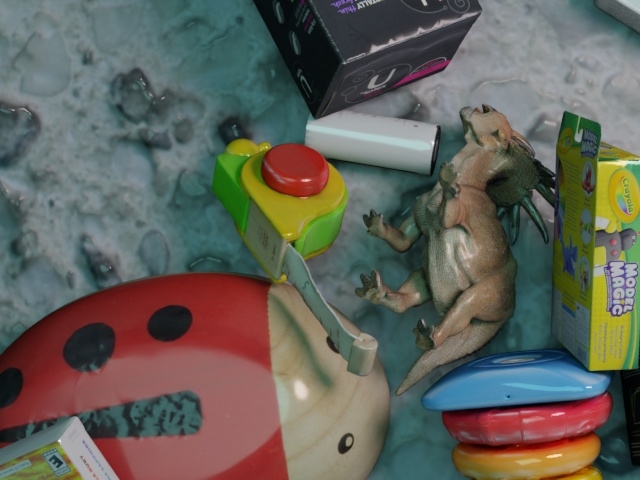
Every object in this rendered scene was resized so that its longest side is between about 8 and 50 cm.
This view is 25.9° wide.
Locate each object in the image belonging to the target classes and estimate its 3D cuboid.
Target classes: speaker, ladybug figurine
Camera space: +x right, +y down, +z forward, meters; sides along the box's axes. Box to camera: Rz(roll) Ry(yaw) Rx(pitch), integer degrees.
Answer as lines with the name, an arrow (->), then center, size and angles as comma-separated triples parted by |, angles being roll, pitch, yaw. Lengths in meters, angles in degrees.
speaker -> 0.053, -0.104, 1.440 | 0.136, 0.055, 0.055 | 10, 82, 9
ladybug figurine -> -0.157, 0.180, 1.366 | 0.449, 0.162, 0.305 | -12, 80, 6

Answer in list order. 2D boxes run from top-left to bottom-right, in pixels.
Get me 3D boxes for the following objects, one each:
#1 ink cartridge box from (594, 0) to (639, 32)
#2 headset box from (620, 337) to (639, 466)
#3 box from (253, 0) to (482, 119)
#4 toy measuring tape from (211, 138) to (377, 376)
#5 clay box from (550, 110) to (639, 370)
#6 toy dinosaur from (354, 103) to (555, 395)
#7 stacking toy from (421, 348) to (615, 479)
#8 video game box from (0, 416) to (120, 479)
ink cartridge box -> 0.472, -0.276, 1.407 | 0.296, 0.066, 0.261 | 34, 88, 11
headset box -> 0.409, 0.060, 1.304 | 0.246, 0.131, 0.283 | -3, 80, -6
box -> 0.018, -0.287, 1.409 | 0.165, 0.143, 0.270 | -22, 77, -18
toy measuring tape -> 0.000, 0.000, 1.370 | 0.121, 0.121, 0.330 | -38, 51, 0
clay box -> 0.256, -0.004, 1.284 | 0.053, 0.127, 0.222 | -1, 102, -7
toy dinosaur -> 0.152, 0.014, 1.370 | 0.127, 0.200, 0.296 | 11, 99, 49
stacking toy -> 0.207, 0.260, 1.323 | 0.175, 0.165, 0.302 | -8, 91, 16
video game box -> -0.258, 0.278, 1.286 | 0.205, 0.048, 0.187 | -25, 108, 25
